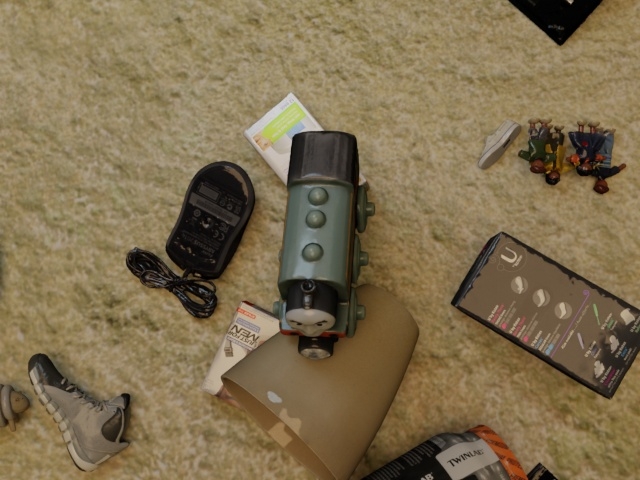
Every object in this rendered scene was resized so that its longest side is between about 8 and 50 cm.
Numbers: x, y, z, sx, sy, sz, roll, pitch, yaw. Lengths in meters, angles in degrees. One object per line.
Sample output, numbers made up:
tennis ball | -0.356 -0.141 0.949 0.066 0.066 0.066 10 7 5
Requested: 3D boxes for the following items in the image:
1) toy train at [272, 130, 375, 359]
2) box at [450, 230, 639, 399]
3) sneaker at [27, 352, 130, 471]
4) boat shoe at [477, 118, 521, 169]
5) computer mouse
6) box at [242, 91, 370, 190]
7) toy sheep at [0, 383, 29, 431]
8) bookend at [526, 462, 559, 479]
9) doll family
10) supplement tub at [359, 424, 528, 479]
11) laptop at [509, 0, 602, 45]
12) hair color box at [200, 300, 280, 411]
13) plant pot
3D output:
toy train | 0.000 0.000 1.128 0.142 0.190 0.334 3 63 9
box | 0.362 0.114 1.228 0.270 0.165 0.143 31 90 7
sneaker | -0.407 0.279 1.350 0.132 0.086 0.229 -28 94 -1
boat shoe | 0.302 -0.168 1.324 0.100 0.035 0.035 -51 55 5
computer mouse | -0.206 -0.018 1.353 0.188 0.072 0.272 33 102 5
box | -0.020 -0.135 1.318 0.114 0.103 0.203 -40 83 3
toy sheep | -0.585 0.298 1.360 0.132 0.091 0.091 -9 85 -13
bookend | 0.393 0.446 1.206 0.156 0.157 0.072 44 91 7
doll family | 0.424 -0.139 1.287 0.193 0.076 0.111 2 82 3
supplement tub | 0.160 0.430 1.194 0.316 0.193 0.193 -28 83 -13
laptop | 0.437 -0.521 1.342 0.234 0.136 0.264 45 117 8
hair color box | -0.129 0.199 1.333 0.093 0.053 0.167 24 90 6
plant pot | 0.026 0.209 1.236 0.256 0.256 0.274 42 70 7
